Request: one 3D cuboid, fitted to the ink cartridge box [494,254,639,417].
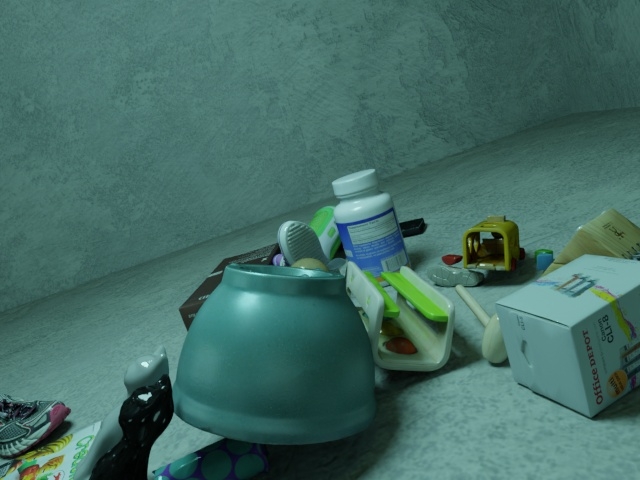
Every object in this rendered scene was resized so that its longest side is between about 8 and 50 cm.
[{"bbox_3d":[0.344,0.114,0.647,0.176,0.128,0.127,-24,14,-17],"label":"ink cartridge box"}]

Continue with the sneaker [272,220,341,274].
[{"bbox_3d":[-0.072,0.046,1.219,0.161,0.282,0.102,10,60,30],"label":"sneaker"}]

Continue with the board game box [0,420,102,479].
[{"bbox_3d":[-0.416,0.391,0.726,0.193,0.053,0.305,-22,13,-17],"label":"board game box"}]

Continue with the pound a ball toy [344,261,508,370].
[{"bbox_3d":[0.164,0.139,0.869,0.208,0.135,0.319,5,10,-9],"label":"pound a ball toy"}]

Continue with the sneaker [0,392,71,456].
[{"bbox_3d":[-0.649,0.367,1.029,0.299,0.112,0.121,-13,14,21],"label":"sneaker"}]

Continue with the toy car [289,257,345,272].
[{"bbox_3d":[-0.021,0.094,0.943,0.155,0.149,0.188,-4,31,19],"label":"toy car"}]

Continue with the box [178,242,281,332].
[{"bbox_3d":[-0.199,0.137,1.301,0.191,0.143,0.381,-16,15,9],"label":"box"}]

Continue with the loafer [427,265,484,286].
[{"bbox_3d":[0.293,0.077,1.086,0.039,0.045,0.125,-7,8,-44],"label":"loafer"}]

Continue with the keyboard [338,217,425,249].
[{"bbox_3d":[0.174,-0.005,1.611,0.317,0.033,0.201,-13,13,26],"label":"keyboard"}]

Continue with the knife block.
[{"bbox_3d":[0.471,0.084,0.744,0.088,0.242,0.275,-24,-31,-27],"label":"knife block"}]

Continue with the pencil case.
[{"bbox_3d":[-0.144,0.307,0.670,0.152,0.070,0.064,-20,56,-12],"label":"pencil case"}]

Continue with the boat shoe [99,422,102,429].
[{"bbox_3d":[-0.350,0.332,0.883,0.048,0.056,0.153,-22,5,-12],"label":"boat shoe"}]

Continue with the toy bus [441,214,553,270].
[{"bbox_3d":[0.369,0.000,1.054,0.191,0.104,0.202,-7,10,-14],"label":"toy bus"}]

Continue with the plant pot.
[{"bbox_3d":[-0.058,0.137,0.722,0.293,0.196,0.293,5,2,0],"label":"plant pot"}]

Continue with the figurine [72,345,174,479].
[{"bbox_3d":[-0.249,0.255,0.664,0.092,0.209,0.215,23,-2,-20],"label":"figurine"}]

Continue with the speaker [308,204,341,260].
[{"bbox_3d":[0.000,0.000,1.543,0.131,0.131,0.296,-13,23,25],"label":"speaker"}]

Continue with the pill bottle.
[{"bbox_3d":[0.120,-0.031,1.245,0.152,0.272,0.152,-18,12,4],"label":"pill bottle"}]
